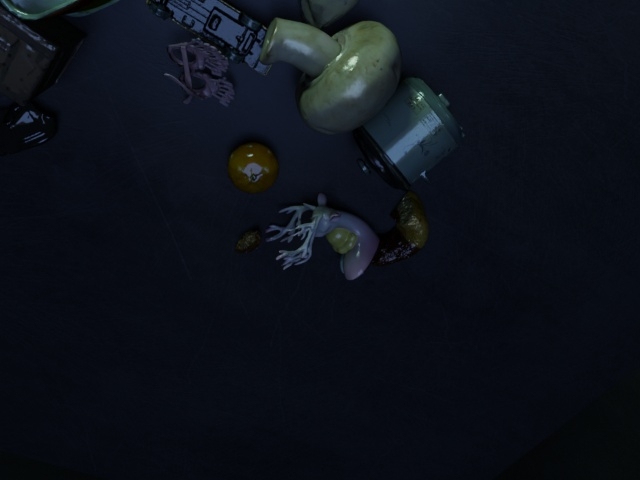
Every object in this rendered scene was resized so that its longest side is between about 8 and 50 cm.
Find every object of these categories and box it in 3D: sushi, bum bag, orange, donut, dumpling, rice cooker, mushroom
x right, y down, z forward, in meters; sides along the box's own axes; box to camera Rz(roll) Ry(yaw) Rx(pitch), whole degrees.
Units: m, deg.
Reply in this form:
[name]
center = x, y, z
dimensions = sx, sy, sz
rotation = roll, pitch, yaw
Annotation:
[sushi]
center = -0.240, 0.004, 1.677
dimensions = 0.060, 0.061, 0.118
rotation = 22, 113, -49
[bum bag]
center = -0.894, -0.303, 1.396
dimensions = 0.326, 0.080, 0.142
rotation = -16, 126, 2
[orange]
center = -0.202, -0.214, 1.509
dimensions = 0.156, 0.124, 0.156
rotation = -1, 123, -2
[donut]
center = 0.282, -0.002, 1.708
dimensions = 0.151, 0.112, 0.295
rotation = 26, 116, -17
[dumpling]
center = 0.035, -0.654, 1.262
dimensions = 0.247, 0.142, 0.173
rotation = -31, 87, 39
[rice cooker]
center = 0.234, -0.292, 1.433
dimensions = 0.316, 0.264, 0.317
rotation = 1, 101, 7
[mushroom]
center = 0.037, -0.405, 1.291
dimensions = 0.356, 0.315, 0.315
rotation = -21, 125, -18

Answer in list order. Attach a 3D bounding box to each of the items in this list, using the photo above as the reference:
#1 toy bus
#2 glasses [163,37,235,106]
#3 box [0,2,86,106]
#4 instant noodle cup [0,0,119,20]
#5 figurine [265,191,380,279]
[toy bus]
center = -0.261, -0.561, 1.284
dimensions = 0.335, 0.123, 0.121
rotation = 26, 117, -21
[glasses]
center = -0.313, -0.426, 1.327
dimensions = 0.162, 0.095, 0.255
rotation = 1, 159, 2
[box]
center = -0.766, -0.506, 1.197
dimensions = 0.297, 0.225, 0.190
rotation = 37, 110, -24
[instant noodle cup]
center = -0.582, -0.622, 1.098
dimensions = 0.293, 0.308, 0.294
rotation = -3, 122, -4
[figurine]
center = 0.006, 0.002, 1.631
dimensions = 0.284, 0.206, 0.315
rotation = -44, 112, 7
